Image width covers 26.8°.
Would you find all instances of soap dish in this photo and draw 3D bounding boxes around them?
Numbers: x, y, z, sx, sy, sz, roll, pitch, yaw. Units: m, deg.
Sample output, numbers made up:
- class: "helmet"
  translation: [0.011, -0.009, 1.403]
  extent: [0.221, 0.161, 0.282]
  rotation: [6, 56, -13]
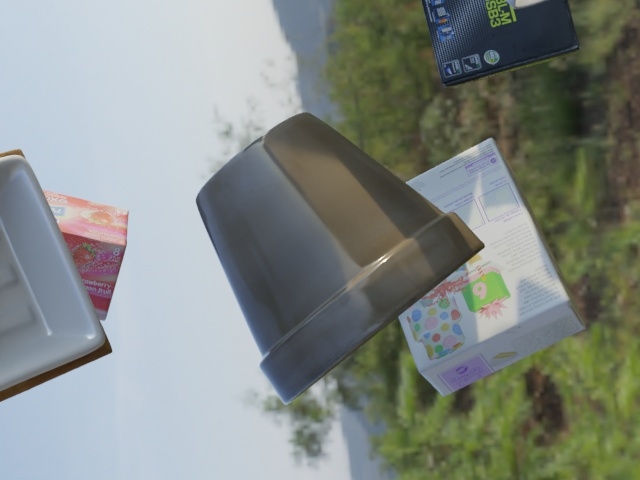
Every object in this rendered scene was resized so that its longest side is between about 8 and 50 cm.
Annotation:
- class: "soap dish"
  translation: [-0.418, 0.053, 1.661]
  extent: [0.118, 0.229, 0.291]
  rotation: [-28, 86, 51]

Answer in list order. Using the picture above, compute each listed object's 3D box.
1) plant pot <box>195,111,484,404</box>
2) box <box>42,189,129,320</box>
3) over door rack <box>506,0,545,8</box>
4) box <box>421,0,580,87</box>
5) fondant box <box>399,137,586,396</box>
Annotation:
- class: "plant pot"
  translation: [0.000, 0.000, 1.707]
  extent: [0.280, 0.323, 0.323]
  rotation: [53, -179, 5]
- class: "box"
  translation: [-0.477, 0.007, 2.210]
  extent: [0.142, 0.299, 0.154]
  rotation: [-102, 29, -64]
- class: "over door rack"
  translation: [0.248, -0.456, 1.496]
  extent: [0.239, 0.108, 0.324]
  rotation: [-120, 37, -47]
- class: "box"
  translation: [0.228, -0.313, 1.756]
  extent: [0.045, 0.184, 0.191]
  rotation: [-3, -100, -76]
- class: "fondant box"
  translation: [0.221, 0.036, 2.015]
  extent: [0.096, 0.238, 0.330]
  rotation: [49, -163, -49]
